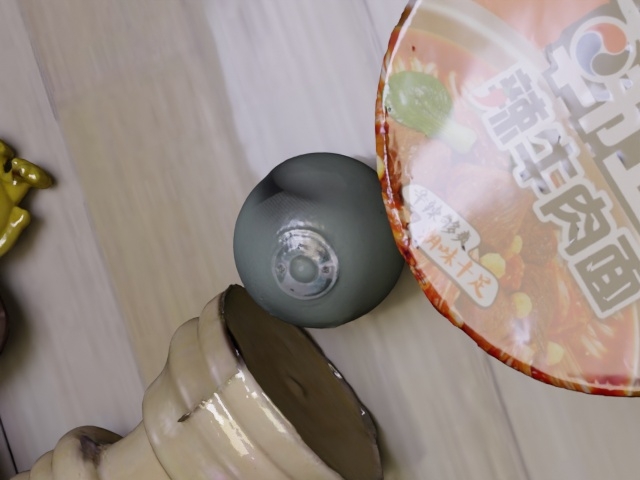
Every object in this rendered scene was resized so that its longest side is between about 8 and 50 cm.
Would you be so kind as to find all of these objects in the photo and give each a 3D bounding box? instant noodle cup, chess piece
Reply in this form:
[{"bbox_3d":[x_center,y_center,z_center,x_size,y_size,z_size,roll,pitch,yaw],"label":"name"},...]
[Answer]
[{"bbox_3d":[0.170,-0.051,0.820,0.250,0.192,0.250,1,92,18],"label":"instant noodle cup"},{"bbox_3d":[-0.120,0.175,0.972,0.307,0.124,0.139,-39,118,19],"label":"chess piece"}]

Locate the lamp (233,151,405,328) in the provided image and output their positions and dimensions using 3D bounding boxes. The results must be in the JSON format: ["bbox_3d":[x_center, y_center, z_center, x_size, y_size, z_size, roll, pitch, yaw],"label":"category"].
[{"bbox_3d":[0.000,0.000,0.923,0.105,0.105,0.105,1,92,18],"label":"lamp"}]

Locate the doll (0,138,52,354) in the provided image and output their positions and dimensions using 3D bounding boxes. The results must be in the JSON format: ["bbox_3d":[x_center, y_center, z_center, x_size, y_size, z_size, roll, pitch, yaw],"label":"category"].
[{"bbox_3d":[-0.263,0.014,1.017,0.145,0.096,0.188,13,86,9],"label":"doll"}]
